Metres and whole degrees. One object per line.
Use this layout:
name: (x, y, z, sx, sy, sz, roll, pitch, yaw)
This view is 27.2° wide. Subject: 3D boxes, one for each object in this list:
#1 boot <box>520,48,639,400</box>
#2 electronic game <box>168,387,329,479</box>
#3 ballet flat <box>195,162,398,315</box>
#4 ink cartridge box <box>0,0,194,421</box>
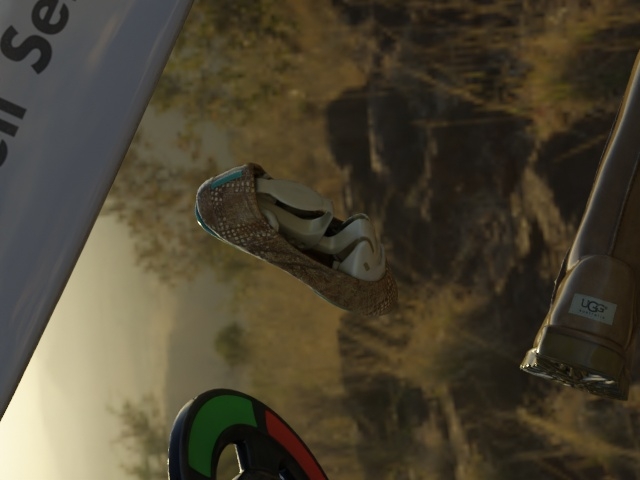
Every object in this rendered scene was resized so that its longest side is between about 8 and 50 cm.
boot: (0.247, -0.013, 1.055, 0.236, 0.089, 0.269, 68, -139, -78)
electronic game: (-0.038, 0.219, 1.020, 0.229, 0.048, 0.229, 46, -156, -28)
ballet flat: (0.000, 0.000, 1.019, 0.067, 0.206, 0.073, -36, 44, 35)
ink cartridge box: (-0.125, -0.046, 0.433, 0.207, 0.119, 0.353, -66, 12, -1)
